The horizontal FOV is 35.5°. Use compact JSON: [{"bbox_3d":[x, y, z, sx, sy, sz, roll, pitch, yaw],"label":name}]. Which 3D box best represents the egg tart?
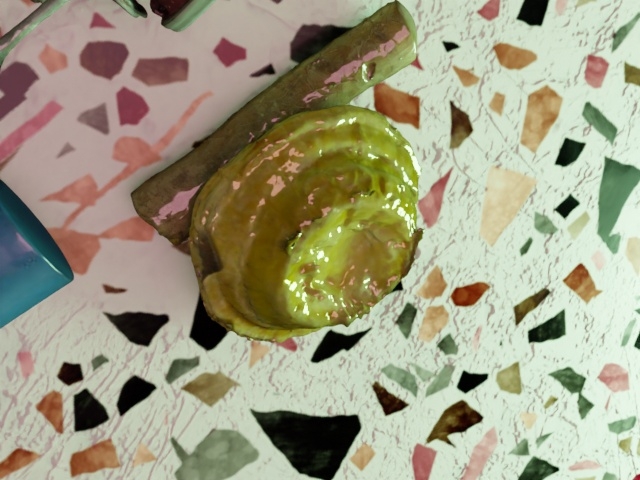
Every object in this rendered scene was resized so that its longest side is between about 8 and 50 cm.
[{"bbox_3d":[0.000,0.000,1.053,0.290,0.115,0.290,-18,130,-23],"label":"egg tart"}]

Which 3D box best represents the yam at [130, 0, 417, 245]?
[{"bbox_3d":[-0.041,-0.125,1.059,0.357,0.081,0.081,-37,115,-5],"label":"yam"}]

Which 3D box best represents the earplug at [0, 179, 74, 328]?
[{"bbox_3d":[-0.387,0.069,0.960,0.273,0.132,0.132,-38,116,-3],"label":"earplug"}]

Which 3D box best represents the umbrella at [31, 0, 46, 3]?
[{"bbox_3d":[-0.269,-0.292,0.927,0.067,0.062,0.143,-2,117,13],"label":"umbrella"}]

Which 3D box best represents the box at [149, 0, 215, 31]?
[{"bbox_3d":[-0.085,-0.349,0.874,0.294,0.193,0.167,-39,112,20],"label":"box"}]

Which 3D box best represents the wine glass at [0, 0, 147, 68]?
[{"bbox_3d":[-0.278,-0.174,0.880,0.232,0.156,0.156,-38,116,4],"label":"wine glass"}]
